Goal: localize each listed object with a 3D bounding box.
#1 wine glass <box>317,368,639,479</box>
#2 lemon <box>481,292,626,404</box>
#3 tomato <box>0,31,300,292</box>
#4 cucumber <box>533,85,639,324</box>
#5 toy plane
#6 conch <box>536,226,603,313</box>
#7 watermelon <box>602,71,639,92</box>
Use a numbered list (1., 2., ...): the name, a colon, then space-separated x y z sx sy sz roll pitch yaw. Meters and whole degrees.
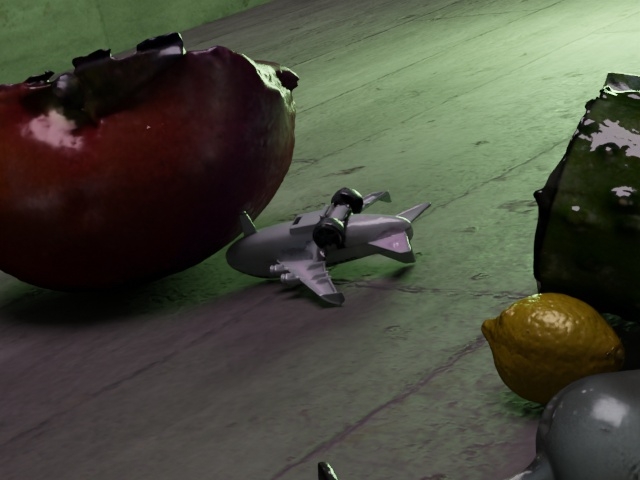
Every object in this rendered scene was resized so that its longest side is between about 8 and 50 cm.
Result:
1. wine glass: 0.102 0.109 0.634 0.195 0.079 0.079 -17 16 -9
2. lemon: 0.131 0.061 0.799 0.092 0.065 0.065 12 28 36
3. tomato: -0.162 -0.046 1.215 0.335 0.176 0.289 -12 -6 13
4. cucumber: 0.252 0.005 0.792 0.244 0.134 0.134 17 28 25
5. toy plane: 0.000 0.000 1.119 0.171 0.065 0.162 -2 30 19
6. conch: 0.217 -0.009 0.966 0.207 0.130 0.155 -53 3 -34
7. watermelon: 0.290 -0.107 1.265 0.092 0.084 0.072 25 -4 2
